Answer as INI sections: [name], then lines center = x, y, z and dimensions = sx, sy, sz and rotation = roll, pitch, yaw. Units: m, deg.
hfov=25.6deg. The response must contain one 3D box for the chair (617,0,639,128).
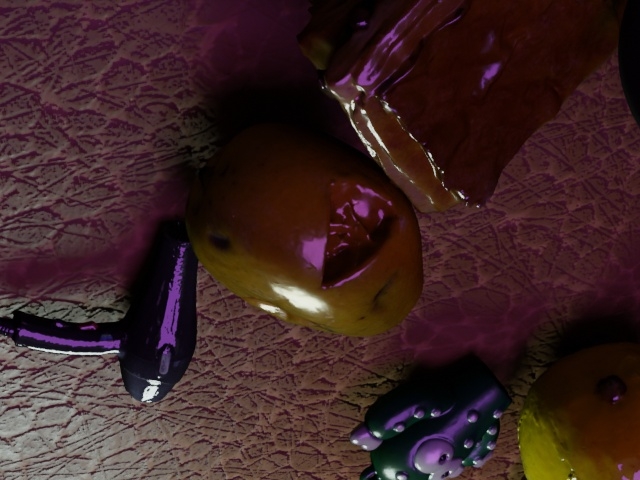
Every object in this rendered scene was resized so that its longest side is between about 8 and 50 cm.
[chair]
center = 0.520, -0.144, 1.410
dimensions = 0.364, 0.362, 0.410
rotation = -20, 154, 30

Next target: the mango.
[mango]
center = 0.000, 0.000, 1.523
dimensions = 0.365, 0.253, 0.182
rotation = 37, 72, -59

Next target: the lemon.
[lemon]
center = 0.419, 0.286, 1.994
dimensions = 0.297, 0.297, 0.297
rotation = -14, 138, -13

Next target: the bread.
[bread]
center = 0.145, -0.232, 1.374
dimensions = 0.370, 0.191, 0.314
rotation = -48, 142, -5

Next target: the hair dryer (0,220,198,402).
[hair dryer]
center = -0.264, 0.081, 1.590
dimensions = 0.271, 0.091, 0.235
rotation = 1, 123, -23

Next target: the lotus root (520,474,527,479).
[lotus root]
center = 0.389, 0.426, 2.234
dimensions = 0.138, 0.138, 0.214
rotation = -38, 146, 14

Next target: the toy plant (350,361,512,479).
[toy plant]
center = 0.155, 0.272, 1.970
dimensions = 0.243, 0.112, 0.232
rotation = -21, 134, -15
